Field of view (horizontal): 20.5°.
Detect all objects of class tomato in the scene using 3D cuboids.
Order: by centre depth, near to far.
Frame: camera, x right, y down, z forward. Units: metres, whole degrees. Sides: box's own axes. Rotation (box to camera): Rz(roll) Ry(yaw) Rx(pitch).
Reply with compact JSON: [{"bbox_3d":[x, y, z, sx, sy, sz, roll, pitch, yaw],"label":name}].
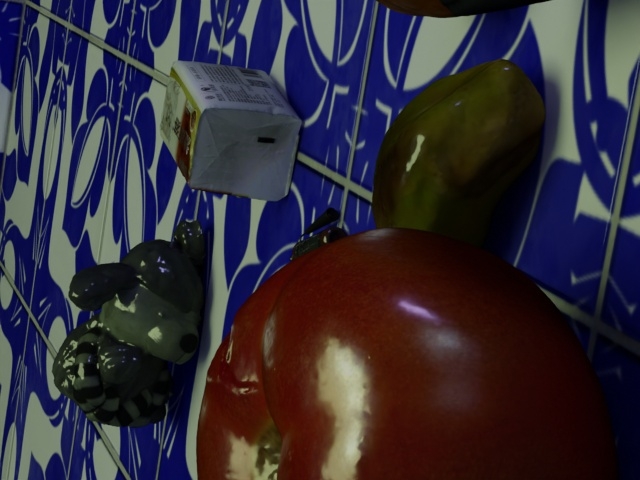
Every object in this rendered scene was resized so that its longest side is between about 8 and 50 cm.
[{"bbox_3d":[0.060,0.143,1.073,0.299,0.226,0.298,-22,66,61],"label":"tomato"}]

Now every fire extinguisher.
[{"bbox_3d":[-0.006,-0.002,1.605,0.100,0.032,0.046,-24,72,62],"label":"fire extinguisher"}]

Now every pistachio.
[{"bbox_3d":[0.086,-0.052,1.246,0.110,0.100,0.189,-109,30,-44],"label":"pistachio"}]

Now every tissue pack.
[{"bbox_3d":[-0.093,-0.111,1.775,0.148,0.106,0.099,-122,41,-62],"label":"tissue pack"}]

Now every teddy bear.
[{"bbox_3d":[-0.213,0.102,1.991,0.144,0.171,0.251,52,131,36],"label":"teddy bear"}]

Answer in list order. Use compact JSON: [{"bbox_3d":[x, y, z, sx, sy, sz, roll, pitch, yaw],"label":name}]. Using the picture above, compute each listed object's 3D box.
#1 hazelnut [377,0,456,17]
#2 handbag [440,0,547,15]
[{"bbox_3d":[0.070,-0.235,1.284,0.150,0.150,0.150,-174,90,-71],"label":"hazelnut"},{"bbox_3d":[0.111,-0.287,1.021,0.275,0.178,0.301,-178,69,-76],"label":"handbag"}]
